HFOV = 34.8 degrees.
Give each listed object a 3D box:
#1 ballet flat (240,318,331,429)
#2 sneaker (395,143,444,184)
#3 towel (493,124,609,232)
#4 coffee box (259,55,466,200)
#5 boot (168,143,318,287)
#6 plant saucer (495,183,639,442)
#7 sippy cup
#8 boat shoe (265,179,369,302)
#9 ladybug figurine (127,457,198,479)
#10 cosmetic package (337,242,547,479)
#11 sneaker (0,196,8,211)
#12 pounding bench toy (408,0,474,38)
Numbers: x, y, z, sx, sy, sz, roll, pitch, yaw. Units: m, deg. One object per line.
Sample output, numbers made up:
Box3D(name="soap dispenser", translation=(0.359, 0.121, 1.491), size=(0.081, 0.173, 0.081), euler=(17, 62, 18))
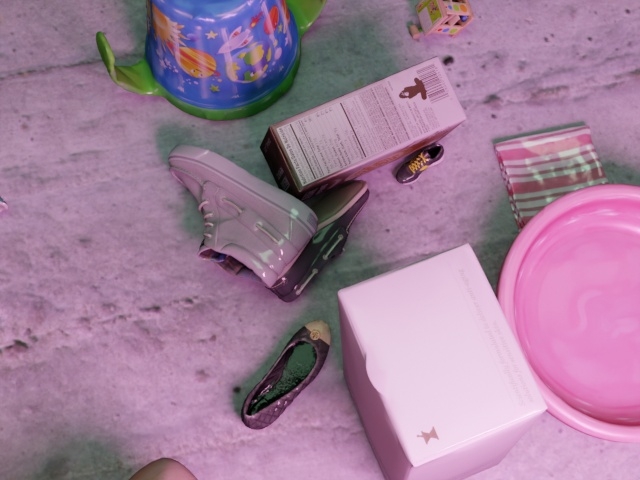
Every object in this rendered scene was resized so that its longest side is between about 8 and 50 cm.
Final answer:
Box3D(name="ballet flat", translation=(-0.040, 0.175, 1.330), size=(0.057, 0.049, 0.173), euler=(33, 73, 11))
Box3D(name="sneaker", translation=(0.140, -0.112, 1.441), size=(0.083, 0.035, 0.031), euler=(-37, 73, -12))
Box3D(name="towel", translation=(0.337, -0.066, 1.426), size=(0.144, 0.029, 0.197), euler=(-12, 70, -5))
Box3D(name="coffee box", translation=(0.053, -0.144, 1.377), size=(0.246, 0.141, 0.098), euler=(-24, 87, -10))
Box3D(name="boot", translation=(-0.134, -0.034, 1.362), size=(0.258, 0.095, 0.123), euler=(27, 72, 32))
Box3D(name="plant saucer", translation=(0.386, 0.095, 1.321), size=(0.332, 0.084, 0.332), euler=(1, 77, -3))
Box3D(name="sippy cup", translation=(-0.145, -0.319, 1.422), size=(0.240, 0.224, 0.305), euler=(27, 73, 11))
Box3D(name="boat shoe", translation=(0.000, 0.000, 1.401), size=(0.206, 0.075, 0.065), euler=(-46, 118, -20))
Box3D(name="ladybug figurine", translation=(-0.225, 0.460, 1.105), size=(0.162, 0.305, 0.449), euler=(30, 63, -8))
Box3D(name="cosmetic package", translation=(0.122, 0.169, 1.162), size=(0.155, 0.365, 0.197), euler=(-20, 71, -6))
Box3D(name="sneaker", translation=(-0.494, -0.007, 1.398), size=(0.075, 0.057, 0.161), euler=(26, 69, 16))
Box3D(name="pounding bench toy", translation=(0.178, -0.330, 1.516), size=(0.065, 0.083, 0.052), euler=(-4, 69, -35))
